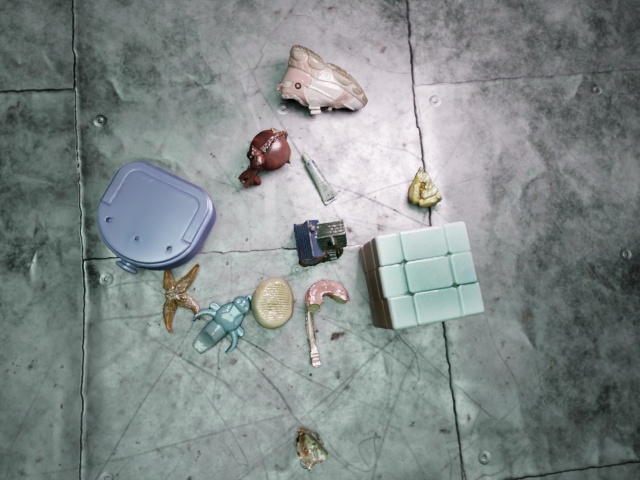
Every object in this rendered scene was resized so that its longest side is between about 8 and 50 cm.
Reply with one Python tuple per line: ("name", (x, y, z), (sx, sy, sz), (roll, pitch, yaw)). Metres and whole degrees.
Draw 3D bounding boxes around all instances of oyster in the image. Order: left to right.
("oyster", (-0.039, 0.733, 1.689), (0.103, 0.051, 0.148), (-21, 100, -10))

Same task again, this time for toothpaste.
("toothpaste", (-0.010, -0.241, 1.822), (0.062, 0.037, 0.216), (-31, 90, -8))

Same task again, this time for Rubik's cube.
("Rubik's cube", (0.337, 0.131, 1.661), (0.322, 0.319, 0.316), (-11, 83, -7))

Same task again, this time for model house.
("model house", (0.000, 0.000, 1.724), (0.183, 0.172, 0.166), (-9, 83, -6))

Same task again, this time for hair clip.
("hair clip", (-0.034, 0.355, 1.742), (0.034, 0.072, 0.226), (-6, 74, -12))

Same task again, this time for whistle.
("whistle", (-0.348, 0.294, 1.701), (0.186, 0.093, 0.274), (45, 85, -4))

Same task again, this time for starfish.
("starfish", (-0.504, 0.209, 1.723), (0.138, 0.050, 0.247), (-2, 90, -6))

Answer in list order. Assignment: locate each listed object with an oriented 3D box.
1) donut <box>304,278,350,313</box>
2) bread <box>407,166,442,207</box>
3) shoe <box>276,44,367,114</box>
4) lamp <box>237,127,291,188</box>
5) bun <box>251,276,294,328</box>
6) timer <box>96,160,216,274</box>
("donut", (0.016, 0.198, 1.745), (0.166, 0.065, 0.117), (-6, 56, -12))
("bread", (0.382, -0.192, 1.822), (0.110, 0.103, 0.156), (-31, 81, 4))
("shoe", (0.005, -0.579, 1.812), (0.351, 0.172, 0.198), (27, 118, -19))
("lamp", (-0.210, -0.320, 1.761), (0.223, 0.215, 0.151), (-26, 70, -30))
("bun", (-0.175, 0.227, 1.719), (0.164, 0.111, 0.188), (-1, 80, -22))
("timer", (-0.593, -0.059, 1.680), (0.395, 0.173, 0.395), (1, 80, -6))
